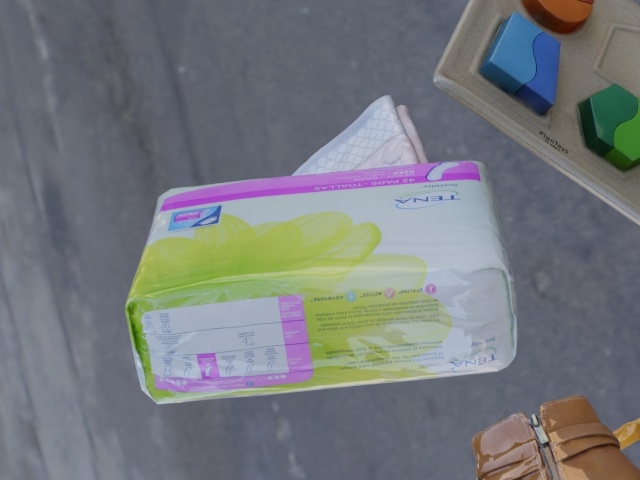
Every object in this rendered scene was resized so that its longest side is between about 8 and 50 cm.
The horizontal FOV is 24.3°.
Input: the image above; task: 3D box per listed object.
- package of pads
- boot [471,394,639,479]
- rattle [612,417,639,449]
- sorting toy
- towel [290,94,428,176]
[{"bbox_3d":[0.003,0.027,1.186,0.229,0.297,0.101,-87,-10,-65],"label":"package of pads"},{"bbox_3d":[0.125,0.192,0.990,0.073,0.197,0.152,83,168,-50],"label":"boot"},{"bbox_3d":[0.520,0.315,2.121,0.200,0.143,0.130,44,180,11],"label":"rattle"},{"bbox_3d":[0.251,-0.116,1.194,0.307,0.229,0.041,33,141,-9],"label":"sorting toy"},{"bbox_3d":[0.000,0.000,1.828,0.332,0.053,0.317,-39,31,19],"label":"towel"}]
